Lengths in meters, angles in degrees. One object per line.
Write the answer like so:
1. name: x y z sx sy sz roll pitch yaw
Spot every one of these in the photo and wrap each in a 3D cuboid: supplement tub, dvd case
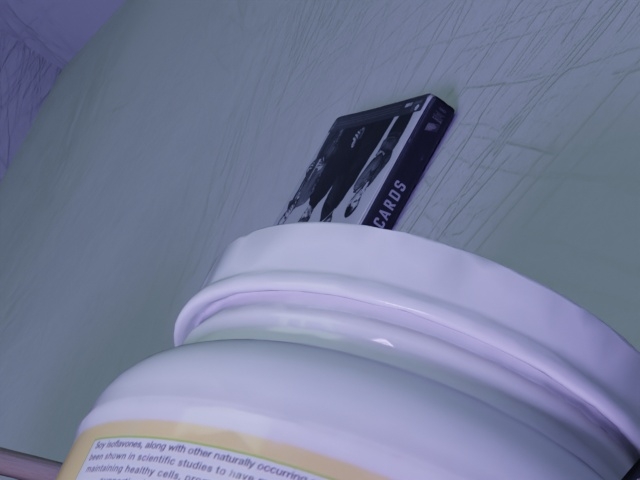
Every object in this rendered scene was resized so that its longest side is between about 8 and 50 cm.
1. supplement tub: -0.012 0.185 0.523 0.241 0.241 0.331 -25 35 57
2. dvd case: 0.000 0.000 1.130 0.238 0.029 0.179 -61 19 -12

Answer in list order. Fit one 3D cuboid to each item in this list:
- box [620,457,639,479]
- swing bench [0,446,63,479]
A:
1. box: 0.068 0.142 0.209 0.295 0.073 0.293 -57 9 32
2. swing bench: -0.269 0.246 1.032 0.253 0.255 0.165 -44 22 32
